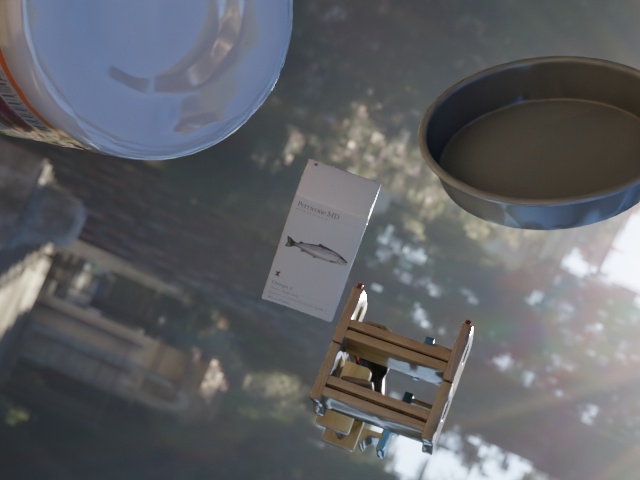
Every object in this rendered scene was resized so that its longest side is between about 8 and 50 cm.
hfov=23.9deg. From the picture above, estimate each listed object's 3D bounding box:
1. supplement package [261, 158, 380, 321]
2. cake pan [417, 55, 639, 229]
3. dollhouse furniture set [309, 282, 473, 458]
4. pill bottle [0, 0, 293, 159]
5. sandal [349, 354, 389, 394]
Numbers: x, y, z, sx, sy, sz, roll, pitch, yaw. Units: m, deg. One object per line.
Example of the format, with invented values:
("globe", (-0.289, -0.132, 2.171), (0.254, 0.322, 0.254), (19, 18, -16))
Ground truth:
("supplement package", (0.000, 0.000, 2.040), (0.105, 0.105, 0.179), (-69, 178, -57))
("cake pan", (0.256, -0.108, 1.681), (0.293, 0.293, 0.054), (-73, 159, -50))
("dollhouse furniture set", (0.077, 0.149, 1.567), (0.184, 0.129, 0.129), (79, 32, -68))
("pill bottle", (-0.202, -0.187, 1.231), (0.392, 0.224, 0.224), (15, -99, 61))
("sandal", (0.076, 0.181, 2.241), (0.179, 0.067, 0.040), (-87, -159, -59))
